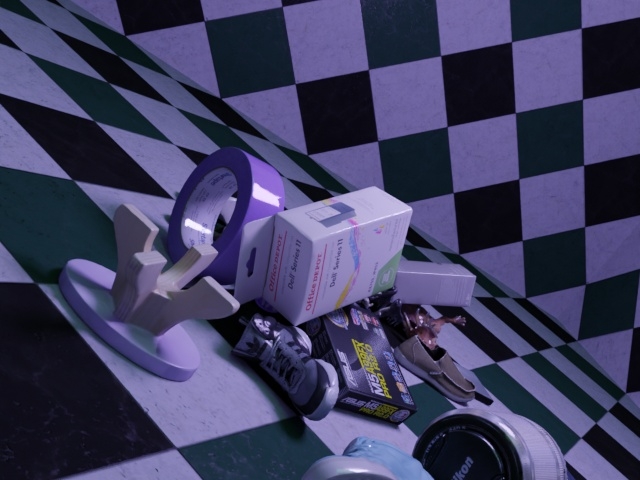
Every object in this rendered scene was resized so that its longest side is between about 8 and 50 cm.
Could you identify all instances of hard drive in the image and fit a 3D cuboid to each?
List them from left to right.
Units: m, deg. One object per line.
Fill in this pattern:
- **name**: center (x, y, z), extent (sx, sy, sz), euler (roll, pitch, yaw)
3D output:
- **hard drive**: center (0.419, 0.399, 2.212), extent (0.094, 0.022, 0.135), euler (30, 15, -26)

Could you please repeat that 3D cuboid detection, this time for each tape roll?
- **tape roll**: center (-0.198, -0.050, 1.628), extent (0.090, 0.274, 0.275), euler (27, 16, -40)

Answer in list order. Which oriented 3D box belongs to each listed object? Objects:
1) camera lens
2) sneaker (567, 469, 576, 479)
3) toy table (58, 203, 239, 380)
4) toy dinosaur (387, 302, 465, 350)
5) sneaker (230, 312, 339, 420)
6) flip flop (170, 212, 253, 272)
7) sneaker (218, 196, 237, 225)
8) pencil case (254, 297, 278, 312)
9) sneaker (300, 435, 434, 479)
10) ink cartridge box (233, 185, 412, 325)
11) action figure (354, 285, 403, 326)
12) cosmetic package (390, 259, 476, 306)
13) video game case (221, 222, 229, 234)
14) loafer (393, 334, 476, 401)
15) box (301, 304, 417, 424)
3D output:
- **camera lens**: center (0.304, 0.415, 1.412), extent (0.219, 0.219, 0.274), euler (45, 13, 33)
- **sneaker**: center (0.492, 0.524, 1.792), extent (0.282, 0.099, 0.153), euler (32, 17, -50)
- **toy table**: center (-0.270, 0.077, 1.264), extent (0.274, 0.161, 0.252), euler (38, 13, 0)
- **toy dinosaur**: center (0.264, 0.220, 2.238), extent (0.200, 0.127, 0.296), euler (11, 21, -45)
- **sneaker**: center (-0.074, 0.219, 1.417), extent (0.153, 0.101, 0.268), euler (29, 9, -28)
- **flip flop**: center (-0.218, -0.008, 1.855), extent (0.277, 0.080, 0.112), euler (32, 10, -7)
- **sneaker**: center (-0.266, -0.094, 2.070), extent (0.212, 0.080, 0.094), euler (26, 5, -33)
- **pencil case**: center (-0.088, 0.102, 1.796), extent (0.086, 0.088, 0.206), euler (22, 10, 6)
- **sneaker**: center (0.059, 0.365, 1.199), extent (0.150, 0.135, 0.366), euler (46, 5, 39)
- **ink cartridge box**: center (0.007, 0.035, 1.579), extent (0.353, 0.207, 0.119), euler (-18, 41, -39)
- **action figure**: center (0.061, 0.158, 1.888), extent (0.276, 0.141, 0.164), euler (8, 34, -31)
- **cosmetic package**: center (0.297, 0.120, 2.227), extent (0.238, 0.107, 0.127), euler (7, 14, -16)
- **video game case**: center (-0.047, 0.015, 1.856), extent (0.329, 0.036, 0.300), euler (26, 18, 0)
- **loafer**: center (0.308, 0.327, 2.030), extent (0.251, 0.087, 0.094), euler (33, 14, -15)
- **box**: center (0.073, 0.242, 1.659), extent (0.216, 0.060, 0.270), euler (26, 30, -39)
